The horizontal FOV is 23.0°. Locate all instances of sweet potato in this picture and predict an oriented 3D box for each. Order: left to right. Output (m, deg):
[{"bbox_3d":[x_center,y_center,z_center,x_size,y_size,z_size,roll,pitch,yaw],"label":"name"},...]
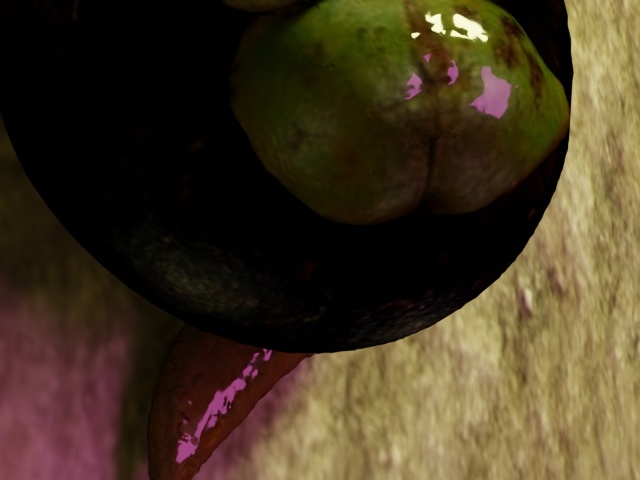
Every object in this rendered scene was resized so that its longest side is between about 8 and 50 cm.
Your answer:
[{"bbox_3d":[0.000,0.000,0.700,0.314,0.072,0.066,-65,158,-46],"label":"sweet potato"}]

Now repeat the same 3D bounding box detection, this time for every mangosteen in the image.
[{"bbox_3d":[-0.005,-0.073,0.556,0.243,0.243,0.242,22,64,-55],"label":"mangosteen"}]
